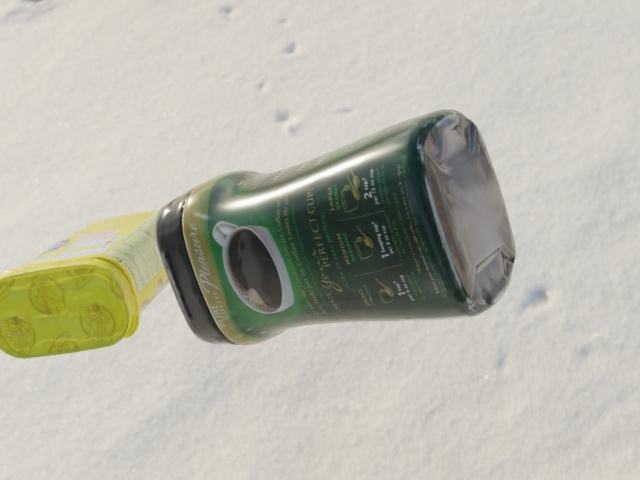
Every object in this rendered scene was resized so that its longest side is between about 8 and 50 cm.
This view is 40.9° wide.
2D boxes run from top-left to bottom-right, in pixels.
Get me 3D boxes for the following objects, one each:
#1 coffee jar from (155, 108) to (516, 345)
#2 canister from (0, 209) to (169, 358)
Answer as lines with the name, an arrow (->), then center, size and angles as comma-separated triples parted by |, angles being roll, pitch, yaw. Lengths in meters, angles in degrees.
coffee jar -> 0.000, 0.000, 0.446 | 0.184, 0.096, 0.079 | -11, 12, 36
canister -> -0.195, 0.031, 0.752 | 0.126, 0.073, 0.170 | -10, 16, 13
